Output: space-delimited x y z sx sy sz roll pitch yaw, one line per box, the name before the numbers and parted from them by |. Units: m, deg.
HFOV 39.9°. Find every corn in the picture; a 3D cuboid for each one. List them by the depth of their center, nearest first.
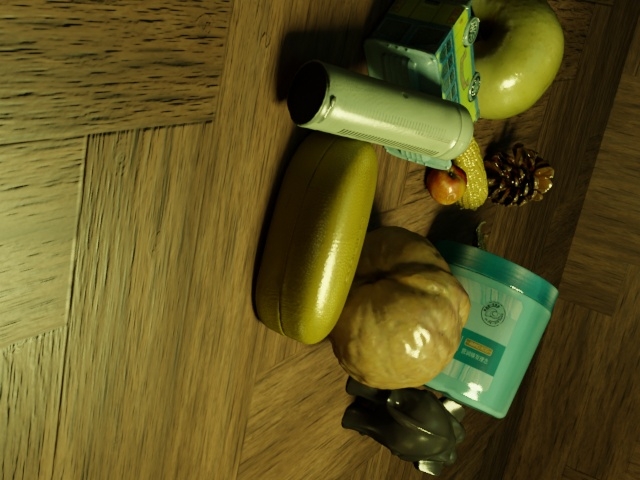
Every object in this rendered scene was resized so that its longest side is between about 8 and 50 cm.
corn | 0.355 -0.171 2.145 0.260 0.091 0.091 66 15 -55

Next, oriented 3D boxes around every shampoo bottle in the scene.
shampoo bottle | 0.366 0.220 2.174 0.342 0.331 0.331 -65 154 -6

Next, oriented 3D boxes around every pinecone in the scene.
pinecone | 0.516 -0.172 2.366 0.195 0.179 0.149 -25 121 -23

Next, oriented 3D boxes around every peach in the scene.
peach | 0.292 -0.130 2.046 0.101 0.101 0.100 -43 144 -43

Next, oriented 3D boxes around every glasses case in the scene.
glasses case | 0.000 0.000 1.513 0.173 0.141 0.371 -7 114 -61

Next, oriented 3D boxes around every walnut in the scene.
walnut | 0.145 0.143 1.742 0.306 0.306 0.344 -62 146 -16

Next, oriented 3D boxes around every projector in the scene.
projector | 0.106 -0.209 1.462 0.338 0.108 0.108 8 102 -39

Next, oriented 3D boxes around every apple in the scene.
apple | 0.401 -0.401 1.901 0.258 0.233 0.295 29 83 -60

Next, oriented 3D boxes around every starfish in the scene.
starfish | 0.439 0.046 2.526 0.176 0.053 0.208 15 88 -54

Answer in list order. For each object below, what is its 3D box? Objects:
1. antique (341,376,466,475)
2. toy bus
antique | 0.205 0.435 2.106 0.185 0.255 0.322 -68 157 -10
toy bus | 0.202 -0.304 1.677 0.190 0.152 0.312 -57 151 -26
